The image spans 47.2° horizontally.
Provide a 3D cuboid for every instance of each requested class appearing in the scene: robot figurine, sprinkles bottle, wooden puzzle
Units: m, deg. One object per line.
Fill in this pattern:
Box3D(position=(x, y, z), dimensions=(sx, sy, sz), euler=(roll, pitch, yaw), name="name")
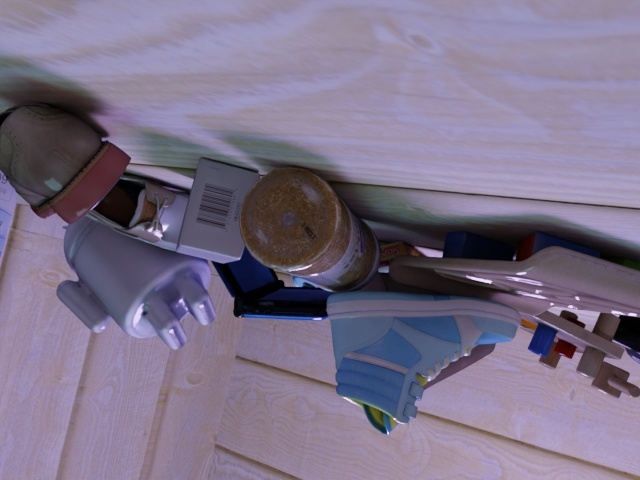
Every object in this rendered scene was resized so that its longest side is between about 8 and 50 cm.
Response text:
Box3D(position=(-0.351, 0.044, 1.397), dimensions=(0.353, 0.300, 0.200), euler=(44, 158, 23), name="robot figurine")
Box3D(position=(0.000, 0.000, 0.981), dimensions=(0.121, 0.121, 0.355), euler=(11, 175, 14), name="sprinkles bottle")
Box3D(position=(0.315, 0.047, 1.037), dimensions=(0.322, 0.081, 0.347), euler=(14, 170, -24), name="wooden puzzle")

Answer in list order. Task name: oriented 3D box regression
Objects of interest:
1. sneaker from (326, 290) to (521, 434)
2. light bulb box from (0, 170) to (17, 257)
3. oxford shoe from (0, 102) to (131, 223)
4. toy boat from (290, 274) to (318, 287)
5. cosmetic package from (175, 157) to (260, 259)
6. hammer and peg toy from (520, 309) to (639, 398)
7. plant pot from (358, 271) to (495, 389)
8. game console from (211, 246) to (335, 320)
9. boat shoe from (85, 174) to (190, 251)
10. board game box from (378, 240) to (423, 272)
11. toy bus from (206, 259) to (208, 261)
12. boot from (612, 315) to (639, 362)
Box3D(position=(0.158, 0.187, 1.111), dimensions=(0.318, 0.208, 0.127), euler=(5, 169, -16), name="sneaker")
Box3D(position=(-0.796, -0.021, 1.343), dimensions=(0.225, 0.361, 0.357), euler=(8, 174, 41), name="light bulb box")
Box3D(position=(-0.317, -0.107, 0.846), dimensions=(0.130, 0.123, 0.348), euler=(44, 163, -23), name="oxford shoe")
Box3D(position=(0.052, 0.164, 1.855), dimensions=(0.267, 0.148, 0.318), euler=(6, 135, 49), name="toy boat")
Box3D(position=(-0.146, -0.033, 1.014), dimensions=(0.085, 0.118, 0.231), euler=(15, 175, -10), name="cosmetic package")
Box3D(position=(0.464, 0.177, 1.404), dimensions=(0.361, 0.127, 0.266), euler=(26, 174, -1), name="hammer and peg toy")
Box3D(position=(0.178, 0.152, 1.304), dimensions=(0.229, 0.263, 0.263), euler=(-15, 177, -5), name="plant pot")
Box3D(position=(-0.081, 0.048, 1.438), dimensions=(0.250, 0.174, 0.293), euler=(1, -176, 12), name="game console")
Box3D(position=(-0.298, -0.047, 1.247), dimensions=(0.302, 0.113, 0.103), euler=(14, 180, -9), name="boat shoe")
Box3D(position=(0.133, 0.048, 1.440), dimensions=(0.124, 0.039, 0.259), euler=(-15, 169, 17), name="board game box")
Box3D(position=(-0.338, -0.010, 1.632), dimensions=(0.108, 0.130, 0.332), euler=(17, 173, -43), name="toy bus")
Box3D(position=(0.818, 0.233, 1.539), dimensions=(0.366, 0.146, 0.445), euler=(8, 169, 27), name="boot")
